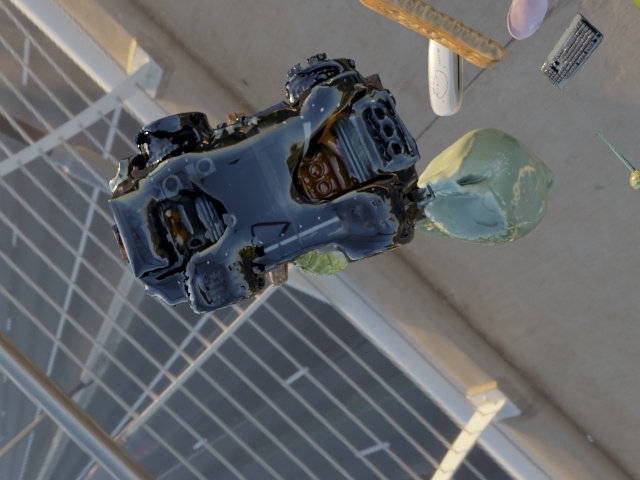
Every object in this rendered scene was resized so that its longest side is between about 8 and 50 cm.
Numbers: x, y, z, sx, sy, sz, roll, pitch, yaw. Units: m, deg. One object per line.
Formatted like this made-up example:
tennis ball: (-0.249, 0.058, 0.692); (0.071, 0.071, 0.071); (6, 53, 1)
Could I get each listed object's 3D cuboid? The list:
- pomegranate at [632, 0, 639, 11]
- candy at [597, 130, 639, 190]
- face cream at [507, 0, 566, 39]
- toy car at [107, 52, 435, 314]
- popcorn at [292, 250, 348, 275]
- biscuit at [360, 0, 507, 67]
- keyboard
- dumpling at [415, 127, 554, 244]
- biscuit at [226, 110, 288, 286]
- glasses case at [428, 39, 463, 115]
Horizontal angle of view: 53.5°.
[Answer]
pomegranate: (0.876, -0.682, 1.485); (0.285, 0.285, 0.341); (45, 179, 0)
candy: (0.805, -0.215, 1.682); (0.202, 0.061, 0.061); (50, 143, 5)
face cream: (0.438, -0.475, 1.213); (0.073, 0.269, 0.107); (30, 137, 17)
toy car: (-0.054, -0.050, 0.612); (0.118, 0.301, 0.193); (-101, -9, -89)
popcorn: (0.000, 0.000, 1.199); (0.162, 0.135, 0.142); (-12, 106, 62)
biscuit: (0.158, -0.326, 0.952); (0.249, 0.160, 0.030); (29, 104, 2)
keyboard: (0.519, -0.389, 1.328); (0.074, 0.015, 0.196); (47, 164, 10)
dumpling: (0.311, -0.080, 1.239); (0.320, 0.212, 0.270); (30, 106, -22)
biscuit: (-0.108, -0.076, 1.174); (0.262, 0.052, 0.277); (-115, 14, -47)
glasses case: (0.276, -0.375, 1.400); (0.076, 0.049, 0.197); (11, 106, 53)
